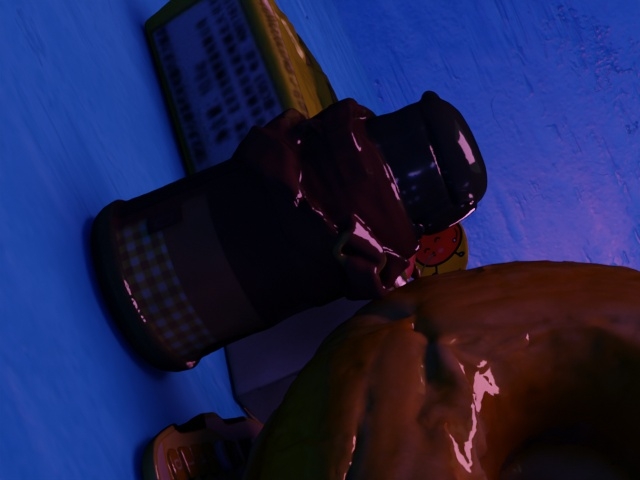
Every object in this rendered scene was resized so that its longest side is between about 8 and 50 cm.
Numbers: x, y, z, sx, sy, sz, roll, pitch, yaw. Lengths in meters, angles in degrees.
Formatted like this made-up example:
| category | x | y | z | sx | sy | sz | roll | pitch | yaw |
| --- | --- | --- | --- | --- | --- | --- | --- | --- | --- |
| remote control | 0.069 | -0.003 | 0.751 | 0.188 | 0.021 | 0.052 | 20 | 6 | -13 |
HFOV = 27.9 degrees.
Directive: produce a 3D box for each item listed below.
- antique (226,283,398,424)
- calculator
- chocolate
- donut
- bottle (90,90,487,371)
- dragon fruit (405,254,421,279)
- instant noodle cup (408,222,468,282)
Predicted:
| category | x | y | z | sx | sy | sz | roll | pitch | yaw |
| --- | --- | --- | --- | --- | --- | --- | --- | --- | --- |
| antique | 0.009 | 0.092 | 1.144 | 0.147 | 0.152 | 0.148 | 57 | 12 | -46 |
| calculator | -0.062 | 0.196 | 0.890 | 0.157 | 0.033 | 0.236 | 70 | 13 | 12 |
| chocolate | -0.046 | -0.096 | 1.331 | 0.289 | 0.137 | 0.301 | 47 | 20 | -63 |
| donut | 0.160 | 0.187 | 0.819 | 0.449 | 0.449 | 0.198 | -103 | -172 | -47 |
| bottle | -0.016 | -0.011 | 0.895 | 0.143 | 0.271 | 0.156 | 44 | 25 | -65 |
| dragon fruit | 0.048 | 0.024 | 1.551 | 0.136 | 0.133 | 0.166 | 46 | 57 | -49 |
| instant noodle cup | 0.104 | 0.002 | 1.801 | 0.182 | 0.182 | 0.144 | 63 | 3 | -20 |
